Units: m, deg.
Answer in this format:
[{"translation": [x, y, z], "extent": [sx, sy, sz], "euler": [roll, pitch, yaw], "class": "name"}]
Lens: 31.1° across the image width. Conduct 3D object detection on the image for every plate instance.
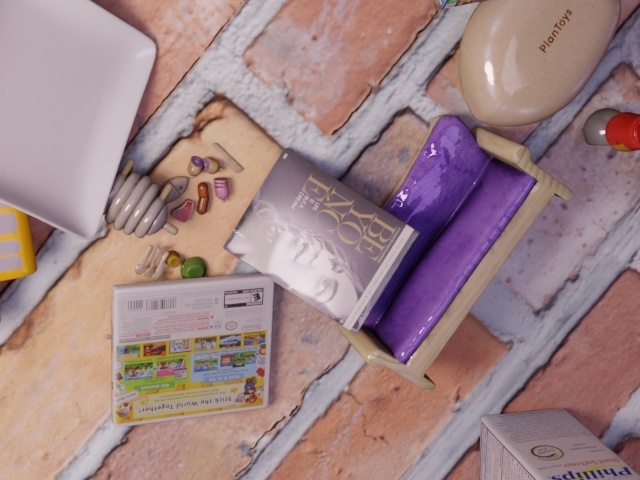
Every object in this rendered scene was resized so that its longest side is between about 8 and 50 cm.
[{"translation": [-0.339, -0.170, 1.380], "extent": [0.278, 0.045, 0.277], "euler": [28, 74, -50], "class": "plate"}]

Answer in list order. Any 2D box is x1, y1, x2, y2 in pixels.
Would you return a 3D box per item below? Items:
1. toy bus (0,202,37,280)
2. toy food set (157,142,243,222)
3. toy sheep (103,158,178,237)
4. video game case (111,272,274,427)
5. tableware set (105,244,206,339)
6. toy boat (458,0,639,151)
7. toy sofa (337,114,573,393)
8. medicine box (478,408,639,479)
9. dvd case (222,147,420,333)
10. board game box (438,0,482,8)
[{"translation": [-0.435, -0.053, 1.436], "extent": [0.130, 0.108, 0.332], "euler": [-10, 108, -16], "class": "toy bus"}, {"translation": [-0.164, -0.069, 1.559], "extent": [0.122, 0.019, 0.078], "euler": [-46, 113, 0], "class": "toy food set"}, {"translation": [-0.242, -0.048, 1.508], "extent": [0.132, 0.091, 0.091], "euler": [32, 95, -3], "class": "toy sheep"}, {"translation": [-0.177, 0.150, 1.601], "extent": [0.227, 0.026, 0.206], "euler": [-4, 110, -22], "class": "video game case"}, {"translation": [-0.224, 0.083, 1.587], "extent": [0.104, 0.024, 0.154], "euler": [23, 97, -25], "class": "tableware set"}, {"translation": [0.336, -0.234, 1.609], "extent": [0.318, 0.148, 0.267], "euler": [42, 86, -15], "class": "toy boat"}, {"translation": [0.164, 0.013, 1.613], "extent": [0.177, 0.150, 0.362], "euler": [34, 94, -24], "class": "toy sofa"}, {"translation": [0.353, 0.430, 1.717], "extent": [0.149, 0.289, 0.263], "euler": [-4, 107, -15], "class": "medicine box"}, {"translation": [0.000, 0.000, 1.573], "extent": [0.221, 0.018, 0.164], "euler": [33, 95, 7], "class": "dvd case"}, {"translation": [0.194, -0.409, 1.503], "extent": [0.136, 0.035, 0.201], "euler": [-13, 77, -13], "class": "board game box"}]
